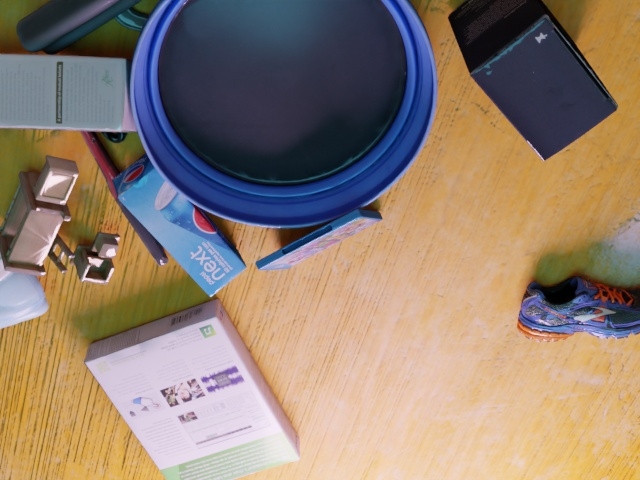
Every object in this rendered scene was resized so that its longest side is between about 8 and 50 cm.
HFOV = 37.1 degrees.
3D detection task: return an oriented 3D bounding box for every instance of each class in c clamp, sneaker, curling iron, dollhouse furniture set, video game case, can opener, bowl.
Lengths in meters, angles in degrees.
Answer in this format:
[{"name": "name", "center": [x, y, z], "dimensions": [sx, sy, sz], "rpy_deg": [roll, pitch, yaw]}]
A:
[{"name": "c clamp", "center": [-0.204, -0.321, 1.207], "dimensions": [0.161, 0.022, 0.137], "rpy_deg": [19, 119, -10]}, {"name": "sneaker", "center": [0.405, 0.095, 1.423], "dimensions": [0.221, 0.083, 0.087], "rpy_deg": [-7, 116, 2]}, {"name": "curling iron", "center": [-0.271, -0.075, 1.349], "dimensions": [0.068, 0.035, 0.274], "rpy_deg": [-12, 120, 8]}, {"name": "dollhouse furniture set", "center": [-0.350, -0.045, 1.357], "dimensions": [0.161, 0.101, 0.182], "rpy_deg": [12, 123, -36]}, {"name": "video game case", "center": [0.000, 0.000, 1.353], "dimensions": [0.166, 0.119, 0.015], "rpy_deg": [-27, 82, 16]}, {"name": "can opener", "center": [-0.257, -0.323, 1.169], "dimensions": [0.280, 0.074, 0.093], "rpy_deg": [-30, 83, 21]}, {"name": "bowl", "center": [-0.047, -0.197, 1.232], "dimensions": [0.391, 0.077, 0.391], "rpy_deg": [-2, 124, -4]}, {"name": "sneaker", "center": [-0.572, 0.144, 1.427], "dimensions": [0.366, 0.135, 0.150], "rpy_deg": [-27, 112, 16]}]

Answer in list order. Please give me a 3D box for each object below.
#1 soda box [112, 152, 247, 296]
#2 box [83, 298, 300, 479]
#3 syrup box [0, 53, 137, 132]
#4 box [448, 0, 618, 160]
[{"name": "soda box", "center": [-0.197, -0.022, 1.341], "dimensions": [0.071, 0.067, 0.210], "rpy_deg": [-38, 122, 1]}, {"name": "box", "center": [-0.200, 0.263, 1.543], "dimensions": [0.232, 0.058, 0.322], "rpy_deg": [-19, 118, 12]}, {"name": "syrup box", "center": [-0.358, -0.190, 1.226], "dimensions": [0.237, 0.093, 0.096], "rpy_deg": [3, 95, 2]}, {"name": "box", "center": [0.252, -0.220, 1.156], "dimensions": [0.108, 0.207, 0.153], "rpy_deg": [-37, 114, 20]}]
